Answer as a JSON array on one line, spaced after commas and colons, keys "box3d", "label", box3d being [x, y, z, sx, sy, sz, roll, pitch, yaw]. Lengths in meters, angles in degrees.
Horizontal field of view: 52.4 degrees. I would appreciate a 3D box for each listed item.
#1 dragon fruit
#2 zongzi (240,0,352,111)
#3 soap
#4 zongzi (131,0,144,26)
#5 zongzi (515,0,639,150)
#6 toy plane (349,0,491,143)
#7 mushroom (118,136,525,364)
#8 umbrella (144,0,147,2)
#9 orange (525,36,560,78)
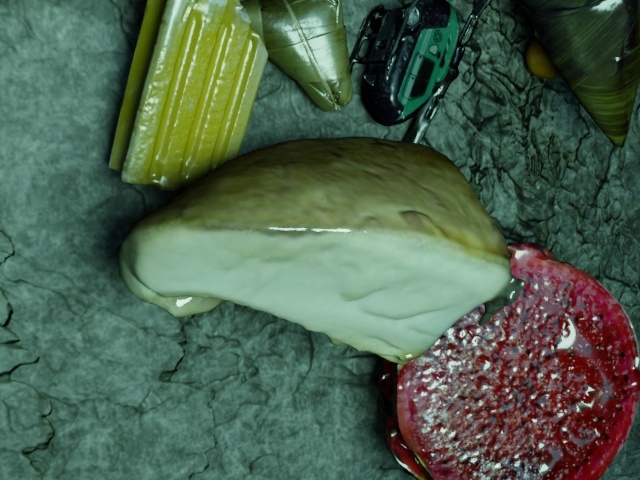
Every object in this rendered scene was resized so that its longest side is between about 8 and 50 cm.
[{"box3d": [0.260, 0.188, 0.972, 0.371, 0.249, 0.386, 2, 94, -11], "label": "dragon fruit"}, {"box3d": [-0.047, -0.238, 0.846, 0.176, 0.078, 0.160, -14, 104, -14], "label": "zongzi"}, {"box3d": [-0.149, -0.175, 0.759, 0.140, 0.073, 0.232, 4, 112, -43], "label": "soap"}, {"box3d": [-0.351, -0.474, 0.586, 0.500, 0.218, 0.467, 0, 90, -29], "label": "zongzi"}, {"box3d": [0.417, -0.411, 0.970, 0.432, 0.208, 0.403, 53, 48, -34], "label": "zongzi"}, {"box3d": [0.154, -0.299, 0.925, 0.155, 0.106, 0.382, 23, 86, -34], "label": "toy plane"}, {"box3d": [-0.022, -0.033, 0.758, 0.397, 0.314, 0.224, 10, 133, -23], "label": "mushroom"}, {"box3d": [-0.199, -0.290, 0.791, 0.122, 0.022, 0.013, 18, 98, -18], "label": "umbrella"}, {"box3d": [0.370, -0.297, 1.040, 0.085, 0.085, 0.085, -4, 100, -26], "label": "orange"}]
